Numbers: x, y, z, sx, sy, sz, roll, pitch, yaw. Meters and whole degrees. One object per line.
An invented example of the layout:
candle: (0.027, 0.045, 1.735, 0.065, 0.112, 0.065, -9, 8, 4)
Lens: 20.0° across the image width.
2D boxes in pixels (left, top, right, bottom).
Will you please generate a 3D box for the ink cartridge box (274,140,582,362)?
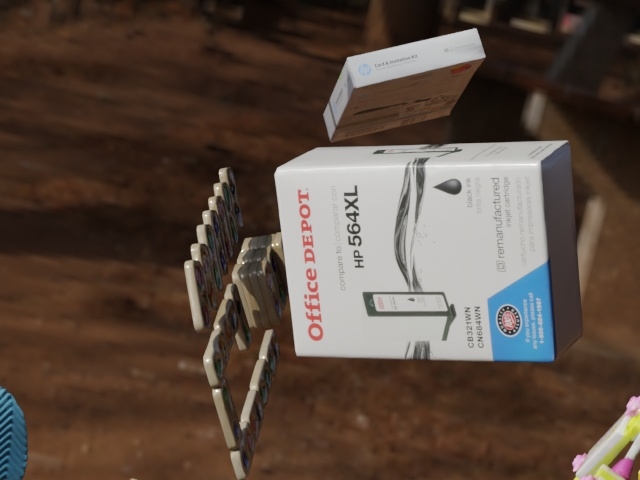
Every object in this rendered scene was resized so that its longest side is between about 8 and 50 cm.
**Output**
ink cartridge box: (0.079, 0.008, 1.319, 0.203, 0.148, 0.086, -1, 13, 23)

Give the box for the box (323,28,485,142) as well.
box: (0.087, -0.165, 1.957, 0.145, 0.038, 0.186, -14, -11, -11)

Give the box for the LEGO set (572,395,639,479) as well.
LEGO set: (0.195, 0.138, 0.919, 0.287, 0.132, 0.107, -27, 14, 41)

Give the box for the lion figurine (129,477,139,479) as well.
lion figurine: (-0.118, 0.417, 1.866, 0.392, 0.240, 0.142, 20, -13, 37)

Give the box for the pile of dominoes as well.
pile of dominoes: (-0.060, 0.061, 1.575, 0.040, 0.196, 0.251, -10, 22, 10)

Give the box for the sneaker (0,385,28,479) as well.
sneaker: (-0.315, 0.225, 1.556, 0.087, 0.229, 0.092, 7, 15, -33)
